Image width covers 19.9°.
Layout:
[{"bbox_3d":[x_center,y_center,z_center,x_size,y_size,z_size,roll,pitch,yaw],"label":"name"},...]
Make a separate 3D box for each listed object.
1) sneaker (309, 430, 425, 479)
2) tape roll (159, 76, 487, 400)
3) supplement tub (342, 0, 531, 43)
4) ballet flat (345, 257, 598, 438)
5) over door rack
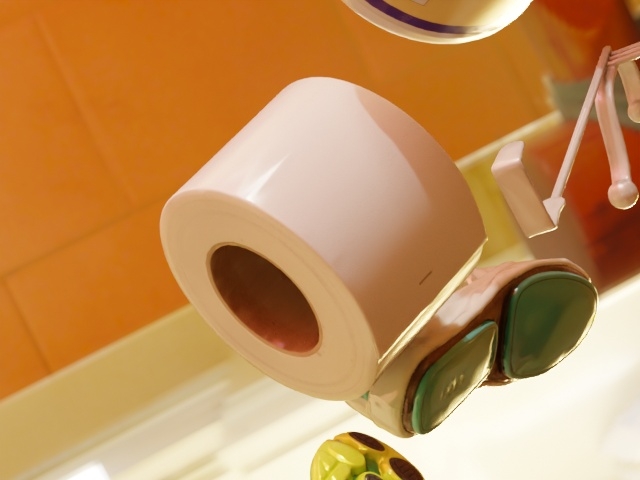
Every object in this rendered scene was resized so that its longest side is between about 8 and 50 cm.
[{"bbox_3d":[0.060,0.303,1.544,0.123,0.109,0.295,-48,61,50],"label":"sneaker"},{"bbox_3d":[0.000,0.000,1.630,0.246,0.169,0.246,31,147,22],"label":"tape roll"},{"bbox_3d":[0.139,-0.332,1.461,0.241,0.241,0.331,61,149,10],"label":"supplement tub"},{"bbox_3d":[0.143,0.088,1.833,0.139,0.400,0.139,10,109,33],"label":"ballet flat"},{"bbox_3d":[0.277,-0.088,1.226,0.108,0.239,0.324,65,-152,-9],"label":"over door rack"}]
